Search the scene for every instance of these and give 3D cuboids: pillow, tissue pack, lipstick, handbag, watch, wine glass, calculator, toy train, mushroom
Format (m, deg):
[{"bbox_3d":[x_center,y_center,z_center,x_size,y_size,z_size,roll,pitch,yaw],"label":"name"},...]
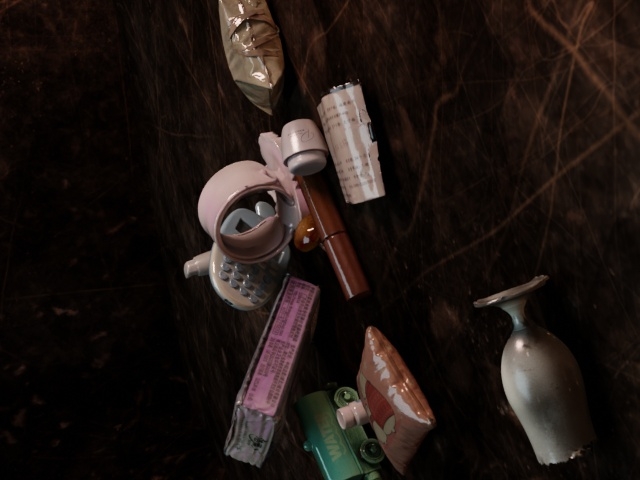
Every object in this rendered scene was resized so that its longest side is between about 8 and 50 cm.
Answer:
[{"bbox_3d":[0.132,0.301,1.609,0.223,0.084,0.236,60,159,30],"label":"pillow"},{"bbox_3d":[-0.100,0.288,1.898,0.259,0.122,0.361,104,-174,-51],"label":"tissue pack"},{"bbox_3d":[0.012,-0.048,1.704,0.057,0.057,0.357,118,132,-63],"label":"lipstick"},{"bbox_3d":[-0.139,-0.402,1.746,0.182,0.117,0.270,111,141,-81],"label":"handbag"},{"bbox_3d":[-0.149,-0.091,1.850,0.196,0.231,0.244,-130,26,-50],"label":"watch"},{"bbox_3d":[0.277,0.163,1.085,0.222,0.103,0.103,71,161,2],"label":"wine glass"},{"bbox_3d":[-0.159,0.031,1.973,0.188,0.303,0.042,39,133,-17],"label":"calculator"},{"bbox_3d":[0.036,0.428,1.870,0.101,0.159,0.248,109,142,-51],"label":"toy train"},{"bbox_3d":[-0.004,-0.005,1.765,0.129,0.088,0.073,39,172,30],"label":"mushroom"}]

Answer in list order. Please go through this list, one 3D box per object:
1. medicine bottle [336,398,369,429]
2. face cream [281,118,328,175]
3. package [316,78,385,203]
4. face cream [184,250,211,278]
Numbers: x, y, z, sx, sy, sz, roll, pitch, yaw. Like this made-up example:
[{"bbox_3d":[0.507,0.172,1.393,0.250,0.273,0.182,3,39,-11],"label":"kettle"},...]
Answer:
[{"bbox_3d":[0.082,0.357,1.783,0.052,0.089,0.052,164,90,-70],"label":"medicine bottle"},{"bbox_3d":[-0.033,-0.181,1.671,0.091,0.091,0.095,126,133,-66],"label":"face cream"},{"bbox_3d":[0.043,-0.166,1.522,0.251,0.062,0.204,175,80,-74],"label":"package"},{"bbox_3d":[-0.209,0.037,2.080,0.101,0.251,0.101,164,90,-70],"label":"face cream"}]
